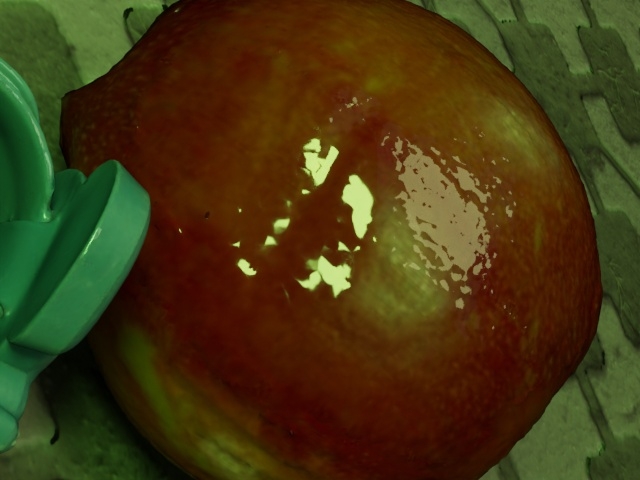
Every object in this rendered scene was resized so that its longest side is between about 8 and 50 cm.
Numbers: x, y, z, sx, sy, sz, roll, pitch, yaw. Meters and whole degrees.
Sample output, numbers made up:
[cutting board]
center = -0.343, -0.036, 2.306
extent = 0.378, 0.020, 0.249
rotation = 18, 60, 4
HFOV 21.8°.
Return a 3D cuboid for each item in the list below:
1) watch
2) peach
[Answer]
[watch]
center = -0.217, -0.006, 0.863
extent = 0.193, 0.211, 0.211
rotation = 35, 40, -24
[peach]
center = 0.000, 0.000, 1.073
extent = 0.290, 0.372, 0.373
rotation = 97, -30, -85
